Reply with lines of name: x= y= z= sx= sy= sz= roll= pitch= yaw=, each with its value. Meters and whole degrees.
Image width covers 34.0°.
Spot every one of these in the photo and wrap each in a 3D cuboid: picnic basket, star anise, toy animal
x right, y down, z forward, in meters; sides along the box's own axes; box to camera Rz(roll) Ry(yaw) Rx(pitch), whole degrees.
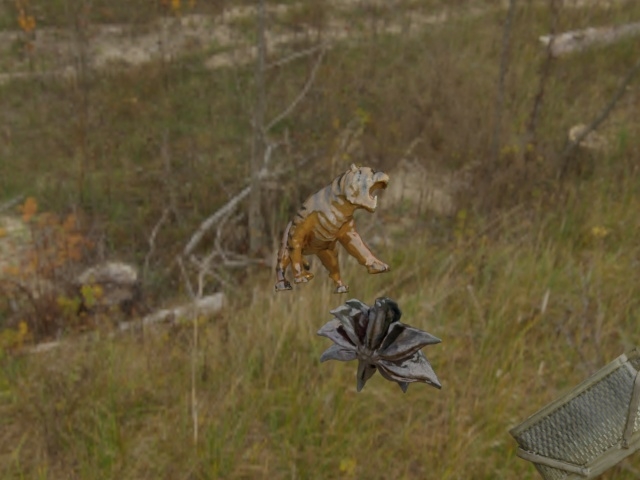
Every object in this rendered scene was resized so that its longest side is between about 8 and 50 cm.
picnic basket: x=0.467 y=0.305 z=1.766 sx=0.139 sy=0.266 sz=0.165 roll=56 pitch=19 yaw=14
star anise: x=0.084 y=0.139 z=1.376 sx=0.180 sy=0.205 sz=0.061 roll=11 pitch=50 yaw=26
toy animal: x=-0.008 y=0.000 z=1.195 sx=0.114 sy=0.255 sz=0.116 roll=-4 pitch=80 yaw=-17
